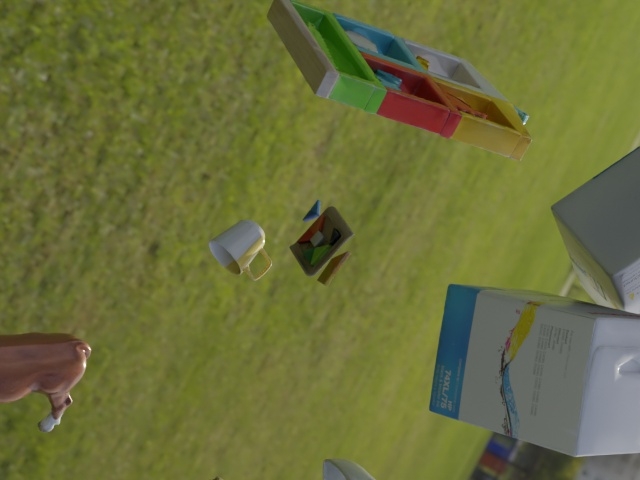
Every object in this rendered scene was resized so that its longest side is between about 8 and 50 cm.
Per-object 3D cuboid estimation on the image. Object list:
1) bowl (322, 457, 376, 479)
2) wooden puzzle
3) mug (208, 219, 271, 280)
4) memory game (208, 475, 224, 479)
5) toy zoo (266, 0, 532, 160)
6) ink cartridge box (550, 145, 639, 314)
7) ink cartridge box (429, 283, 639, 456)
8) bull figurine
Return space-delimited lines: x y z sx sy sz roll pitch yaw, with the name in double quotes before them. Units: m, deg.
"bowl" 0.045 0.324 1.590 0.142 0.053 0.142 -158 -117 -74
"wooden puzzle" 0.000 0.000 1.600 0.078 0.116 0.014 -48 127 3
"mug" -0.107 0.010 1.908 0.064 0.062 0.078 -44 129 -23
"memory game" -0.056 0.300 1.292 0.012 0.186 0.186 -31 168 2
"toy zoo" 0.100 -0.166 1.452 0.030 0.293 0.192 -62 -151 23
"ink cartridge box" 0.486 0.015 2.105 0.171 0.168 0.232 -35 141 -1
"ink cartridge box" 0.332 0.183 2.010 0.198 0.270 0.197 6 94 -44
"bull figurine" -0.481 0.190 1.948 0.188 0.310 0.101 117 -34 -40
